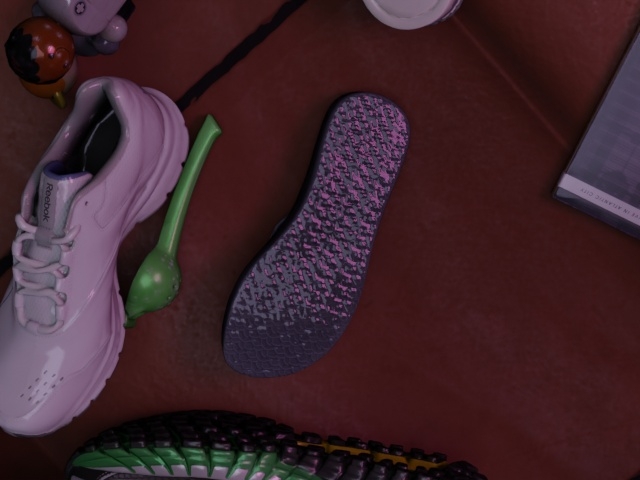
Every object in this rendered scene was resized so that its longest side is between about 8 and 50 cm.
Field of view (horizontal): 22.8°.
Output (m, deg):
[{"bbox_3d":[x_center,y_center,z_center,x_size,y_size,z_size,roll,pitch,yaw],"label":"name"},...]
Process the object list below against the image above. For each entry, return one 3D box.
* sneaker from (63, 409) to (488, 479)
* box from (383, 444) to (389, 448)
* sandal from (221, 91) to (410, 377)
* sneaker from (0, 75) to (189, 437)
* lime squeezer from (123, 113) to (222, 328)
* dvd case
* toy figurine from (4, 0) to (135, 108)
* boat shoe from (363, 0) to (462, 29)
[{"bbox_3d":[-0.044,0.226,1.286,0.343,0.134,0.146,12,95,5],"label":"sneaker"},{"bbox_3d":[0.033,0.298,1.372,0.201,0.021,0.164,-41,98,7],"label":"box"},{"bbox_3d":[0.001,0.000,1.308,0.097,0.054,0.255,28,89,-12],"label":"sandal"},{"bbox_3d":[-0.201,0.005,1.227,0.111,0.129,0.297,13,81,16],"label":"sneaker"},{"bbox_3d":[-0.188,0.029,1.305,0.310,0.059,0.110,-34,99,7],"label":"lime squeezer"},{"bbox_3d":[0.312,-0.099,1.302,0.164,0.018,0.221,25,99,-6],"label":"dvd case"},{"bbox_3d":[-0.240,-0.202,1.183,0.209,0.213,0.148,37,84,-10],"label":"toy figurine"},{"bbox_3d":[0.055,-0.324,1.229,0.116,0.099,0.320,-9,98,28],"label":"boat shoe"}]
